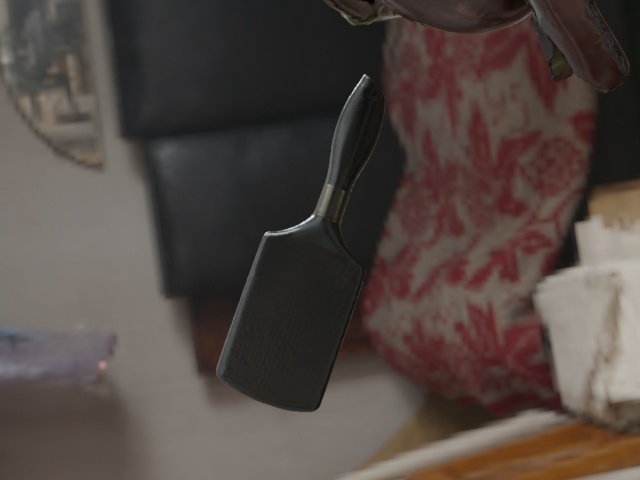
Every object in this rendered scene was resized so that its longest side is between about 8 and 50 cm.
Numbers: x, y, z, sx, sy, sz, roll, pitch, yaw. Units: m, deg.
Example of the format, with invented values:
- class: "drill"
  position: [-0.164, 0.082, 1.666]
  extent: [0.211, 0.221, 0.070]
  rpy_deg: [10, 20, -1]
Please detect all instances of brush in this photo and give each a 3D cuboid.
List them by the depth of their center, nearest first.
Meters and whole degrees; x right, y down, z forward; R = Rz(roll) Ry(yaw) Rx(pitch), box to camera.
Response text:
- class: "brush"
  position: [0.000, 0.000, 0.949]
  extent: [0.016, 0.063, 0.193]
  rpy_deg: [19, -89, -87]

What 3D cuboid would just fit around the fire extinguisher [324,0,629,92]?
- class: "fire extinguisher"
  position: [0.041, -0.138, 0.738]
  extent: [0.141, 0.105, 0.341]
  rpy_deg: [50, -179, -22]
